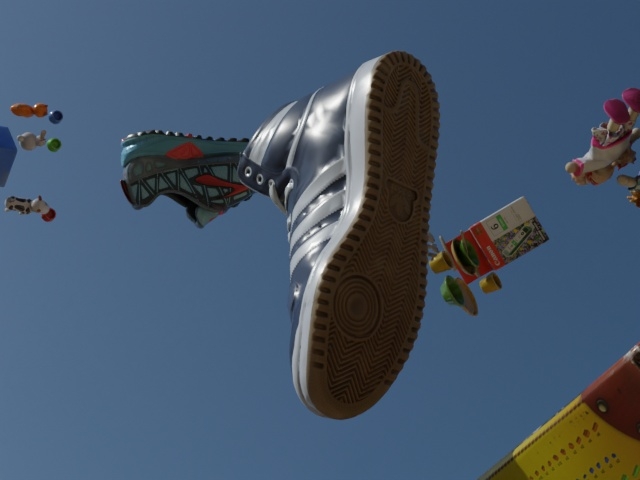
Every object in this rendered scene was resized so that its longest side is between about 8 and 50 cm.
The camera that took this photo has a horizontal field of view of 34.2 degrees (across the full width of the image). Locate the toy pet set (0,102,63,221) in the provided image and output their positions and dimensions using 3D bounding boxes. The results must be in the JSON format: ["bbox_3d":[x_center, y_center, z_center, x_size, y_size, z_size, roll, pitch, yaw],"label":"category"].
[{"bbox_3d":[-0.300,-0.089,1.037,0.114,0.122,0.065,9,-14,-38],"label":"toy pet set"}]

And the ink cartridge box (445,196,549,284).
[{"bbox_3d":[0.215,0.001,1.276,0.115,0.029,0.063,-31,-92,4],"label":"ink cartridge box"}]

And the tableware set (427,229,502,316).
[{"bbox_3d":[0.163,0.036,1.162,0.024,0.104,0.154,-30,-20,24],"label":"tableware set"}]

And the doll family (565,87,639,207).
[{"bbox_3d":[0.411,-0.113,1.191,0.118,0.263,0.163,50,-22,26],"label":"doll family"}]

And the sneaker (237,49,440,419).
[{"bbox_3d":[0.000,0.000,0.799,0.099,0.282,0.153,27,-25,-37],"label":"sneaker"}]

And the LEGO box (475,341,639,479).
[{"bbox_3d":[0.278,0.190,0.799,0.193,0.372,0.500,53,-35,17],"label":"LEGO box"}]

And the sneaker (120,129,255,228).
[{"bbox_3d":[-0.147,-0.076,1.435,0.261,0.125,0.104,4,-5,-15],"label":"sneaker"}]
